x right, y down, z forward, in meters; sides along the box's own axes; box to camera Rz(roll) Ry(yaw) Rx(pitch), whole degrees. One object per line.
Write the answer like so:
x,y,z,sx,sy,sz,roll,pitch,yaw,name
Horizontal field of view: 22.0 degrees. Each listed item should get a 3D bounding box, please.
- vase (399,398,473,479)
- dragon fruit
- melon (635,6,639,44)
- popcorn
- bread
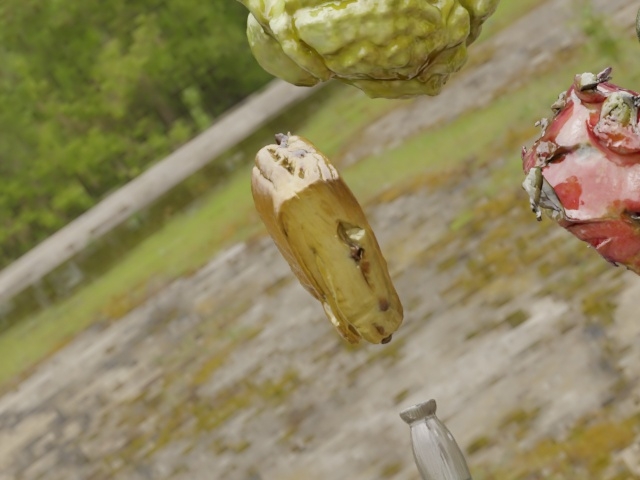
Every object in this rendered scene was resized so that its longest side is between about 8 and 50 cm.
0.125,0.227,1.806,0.053,0.100,0.053,-21,-15,-6,vase
0.284,-0.062,1.417,0.282,0.211,0.147,12,-61,-53,dragon fruit
0.377,-0.227,1.649,0.131,0.098,0.098,-30,12,-8,melon
0.048,-0.233,1.622,0.255,0.195,0.256,7,17,11,popcorn
0.000,0.000,1.935,0.099,0.235,0.210,-28,27,-5,bread
